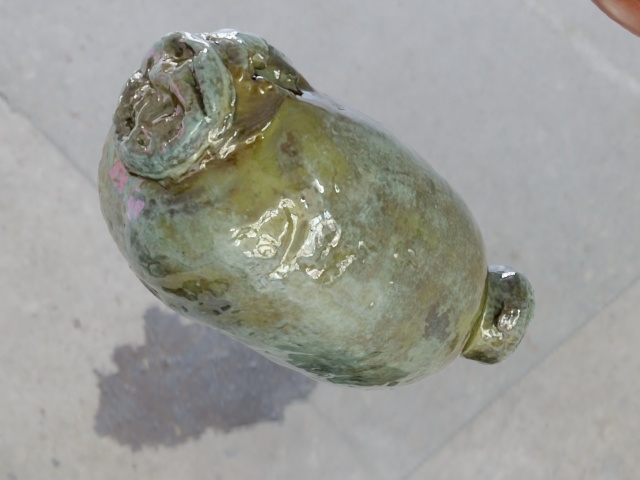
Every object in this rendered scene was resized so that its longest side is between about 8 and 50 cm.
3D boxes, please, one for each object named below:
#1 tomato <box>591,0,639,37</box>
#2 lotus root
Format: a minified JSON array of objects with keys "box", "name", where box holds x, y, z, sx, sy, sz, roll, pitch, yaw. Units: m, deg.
[{"box":[0.175,-0.152,0.593,0.151,0.187,0.187,15,59,20],"name":"tomato"},{"box":[-0.002,0.002,0.942,0.175,0.349,0.175,-23,52,32],"name":"lotus root"}]
